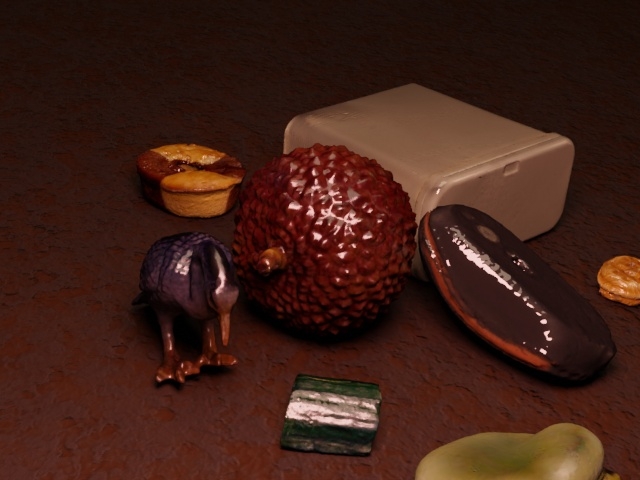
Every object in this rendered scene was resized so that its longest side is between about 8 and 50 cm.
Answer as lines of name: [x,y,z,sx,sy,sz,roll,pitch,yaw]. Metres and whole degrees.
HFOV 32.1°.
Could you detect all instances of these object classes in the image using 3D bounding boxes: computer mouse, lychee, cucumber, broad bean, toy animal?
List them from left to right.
toy animal: [-0.168,0.074,1.423,0.122,0.186,0.298,-9,14,-17]
lychee: [0.000,0.000,1.501,0.264,0.264,0.300,23,21,27]
cucumber: [0.013,0.202,1.357,0.115,0.062,0.116,9,31,-4]
computer mouse: [0.259,0.079,1.542,0.323,0.116,0.183,44,31,16]
broad bean: [0.220,0.274,1.246,0.227,0.100,0.169,-3,20,9]

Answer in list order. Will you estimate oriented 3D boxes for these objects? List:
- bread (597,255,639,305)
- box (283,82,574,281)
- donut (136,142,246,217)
bread: [0.470,0.060,1.714,0.083,0.044,0.111,13,28,19]
box: [0.169,-0.111,1.830,0.352,0.177,0.343,-21,36,-38]
donut: [-0.210,-0.096,1.821,0.184,0.073,0.166,18,32,22]
